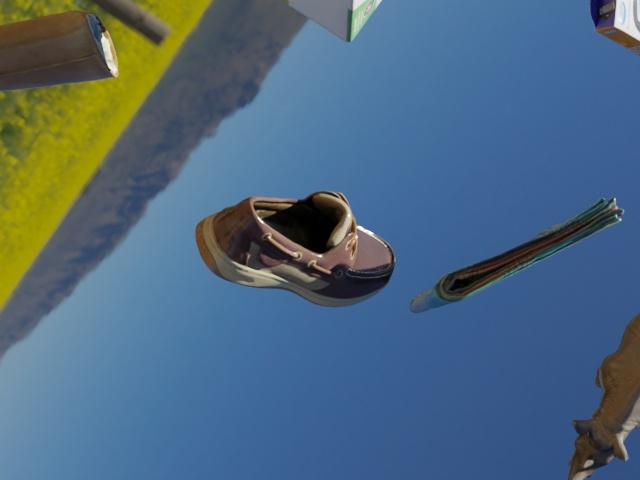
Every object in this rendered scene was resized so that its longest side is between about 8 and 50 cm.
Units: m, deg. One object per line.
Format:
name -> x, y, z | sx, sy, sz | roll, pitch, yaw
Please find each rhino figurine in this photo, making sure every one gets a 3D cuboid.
rhino figurine -> 0.284, 0.125, 0.925 | 0.243, 0.073, 0.106 | -49, 166, -18

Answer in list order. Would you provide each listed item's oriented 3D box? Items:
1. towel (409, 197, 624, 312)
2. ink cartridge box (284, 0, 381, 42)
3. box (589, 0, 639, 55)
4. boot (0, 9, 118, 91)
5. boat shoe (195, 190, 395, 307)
towel -> 0.264, 0.031, 1.515 | 0.271, 0.040, 0.370 | -26, 176, -4
ink cartridge box -> 0.072, -0.431, 1.355 | 0.278, 0.117, 0.201 | -55, 172, -11
box -> 0.336, -0.247, 1.106 | 0.028, 0.136, 0.081 | -3, -103, 47
boot -> -0.429, -0.265, 1.359 | 0.236, 0.269, 0.089 | 64, 18, -74
boat shoe -> 0.000, 0.000, 1.351 | 0.123, 0.342, 0.123 | -39, -124, 32
